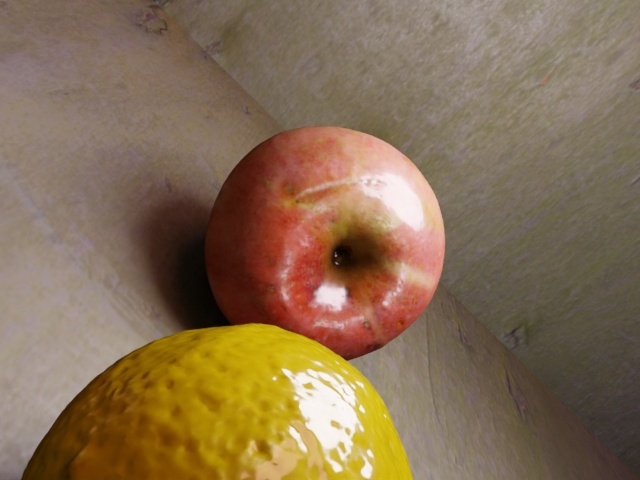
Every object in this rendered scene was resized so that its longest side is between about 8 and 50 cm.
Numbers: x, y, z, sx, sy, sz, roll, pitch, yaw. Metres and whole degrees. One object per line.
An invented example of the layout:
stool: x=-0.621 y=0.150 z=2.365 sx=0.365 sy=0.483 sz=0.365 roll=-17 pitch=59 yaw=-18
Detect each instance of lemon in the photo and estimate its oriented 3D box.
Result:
lemon: x=-0.075 y=0.224 z=0.549 sx=0.336 sy=0.336 sz=0.336 roll=41 pitch=22 yaw=-20

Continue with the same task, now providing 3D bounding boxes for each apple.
apple: x=0.000 y=0.000 z=1.025 sx=0.364 sy=0.364 sz=0.363 roll=41 pitch=22 yaw=-20
